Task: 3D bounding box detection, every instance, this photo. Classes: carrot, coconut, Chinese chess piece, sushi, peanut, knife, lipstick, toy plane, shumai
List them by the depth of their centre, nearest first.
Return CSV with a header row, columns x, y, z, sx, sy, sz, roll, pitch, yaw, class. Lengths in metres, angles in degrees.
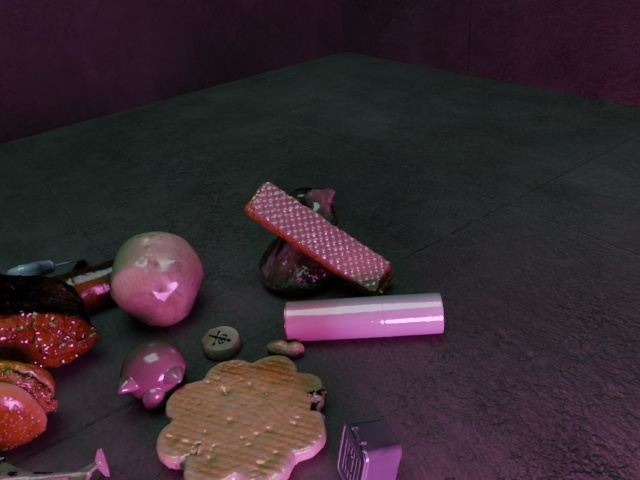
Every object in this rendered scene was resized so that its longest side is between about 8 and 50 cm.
x,y,z,sx,sy,sz,roll,pitch,yaw,class
-0.500,0.391,0.916,0.286,0.092,0.108,-4,20,0,toy plane
-0.650,0.196,1.142,0.348,0.234,0.207,4,31,-41,sushi
-0.073,0.224,1.162,0.083,0.037,0.037,0,31,13,peanut
0.090,0.162,1.183,0.327,0.087,0.087,-4,31,4,lipstick
-0.211,0.218,1.197,0.084,0.034,0.084,-4,31,2,Chinese chess piece
-0.376,0.083,1.300,0.224,0.224,0.224,-5,31,3,coconut
-0.583,0.123,1.357,0.302,0.114,0.114,-18,32,-25,carrot
-0.048,-0.006,1.387,0.222,0.203,0.272,0,35,12,shumai
-0.667,0.062,1.424,0.080,0.044,0.331,-15,4,8,knife

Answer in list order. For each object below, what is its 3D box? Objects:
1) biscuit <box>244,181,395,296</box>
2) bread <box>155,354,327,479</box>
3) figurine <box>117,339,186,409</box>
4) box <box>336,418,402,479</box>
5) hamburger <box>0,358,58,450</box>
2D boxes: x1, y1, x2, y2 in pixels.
x,y,z,sx,sy,sz,roll,pitch,yaw,class
0.000,0.000,1.303,0.379,0.054,0.094,34,73,4,biscuit
-0.132,0.321,0.992,0.316,0.054,0.316,-4,31,2,bread
-0.322,0.255,1.085,0.125,0.125,0.138,-11,15,-8,figurine
0.075,0.338,0.867,0.069,0.122,0.084,-5,30,-21,box
-0.568,0.296,1.003,0.191,0.182,0.118,-3,46,-9,hamburger
